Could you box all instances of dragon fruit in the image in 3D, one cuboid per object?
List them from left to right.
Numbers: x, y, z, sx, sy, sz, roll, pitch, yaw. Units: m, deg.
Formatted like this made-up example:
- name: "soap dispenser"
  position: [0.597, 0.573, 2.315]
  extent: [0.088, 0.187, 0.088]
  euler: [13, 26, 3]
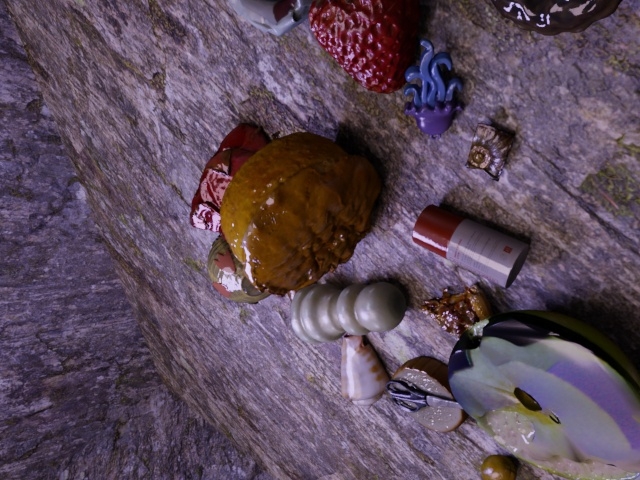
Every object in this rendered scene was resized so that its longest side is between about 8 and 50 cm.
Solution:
- name: "dragon fruit"
  position: [-0.196, -0.114, 1.357]
  extent: [0.329, 0.228, 0.286]
  euler: [43, 141, 18]

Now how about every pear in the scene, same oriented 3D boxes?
- name: "pear"
  position: [0.466, 0.280, 0.986]
  extent: [0.398, 0.165, 0.399]
  euler: [29, 137, 31]

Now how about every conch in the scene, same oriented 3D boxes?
- name: "conch"
  position: [0.114, 0.418, 1.522]
  extent: [0.158, 0.127, 0.255]
  euler: [-9, 111, 51]

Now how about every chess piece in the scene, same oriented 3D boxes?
- name: "chess piece"
  position: [0.084, 0.189, 1.345]
  extent: [0.330, 0.182, 0.182]
  euler: [-16, 106, 47]

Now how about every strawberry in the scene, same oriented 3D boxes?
- name: "strawberry"
  position: [0.093, -0.374, 0.877]
  extent: [0.205, 0.205, 0.244]
  euler: [16, 153, 40]

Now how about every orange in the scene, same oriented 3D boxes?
- name: "orange"
  position: [0.477, 0.614, 1.312]
  extent: [0.085, 0.085, 0.095]
  euler: [49, 138, 7]

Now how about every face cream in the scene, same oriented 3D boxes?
- name: "face cream"
  position: [0.303, 0.007, 1.008]
  extent: [0.214, 0.095, 0.096]
  euler: [29, 137, 31]

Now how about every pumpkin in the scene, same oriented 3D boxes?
- name: "pumpkin"
  position: [0.315, -0.167, 0.911]
  extent: [0.073, 0.035, 0.101]
  euler: [25, 133, 18]

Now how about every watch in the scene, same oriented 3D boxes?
- name: "watch"
  position: [-0.113, -0.549, 1.003]
  extent: [0.253, 0.162, 0.241]
  euler: [13, 140, 45]

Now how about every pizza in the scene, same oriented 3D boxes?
- name: "pizza"
  position: [0.312, 0.174, 1.153]
  extent: [0.193, 0.069, 0.154]
  euler: [1, 120, 46]

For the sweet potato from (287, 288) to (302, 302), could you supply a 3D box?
- name: "sweet potato"
  position: [-0.042, 0.210, 1.557]
  extent: [0.124, 0.098, 0.310]
  euler: [42, 150, 53]

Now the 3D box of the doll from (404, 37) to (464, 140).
- name: "doll"
  position: [0.206, -0.271, 0.901]
  extent: [0.109, 0.067, 0.206]
  euler: [1, 137, 17]

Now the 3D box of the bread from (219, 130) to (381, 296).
- name: "bread"
  position: [-0.047, -0.049, 1.146]
  extent: [0.215, 0.398, 0.398]
  euler: [48, 145, 27]

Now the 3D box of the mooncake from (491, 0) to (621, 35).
- name: "mooncake"
  position: [0.318, -0.391, 0.650]
  extent: [0.228, 0.124, 0.228]
  euler: [29, 138, 29]

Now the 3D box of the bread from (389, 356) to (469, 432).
- name: "bread"
  position: [0.305, 0.426, 1.365]
  extent: [0.236, 0.070, 0.236]
  euler: [28, 135, 31]

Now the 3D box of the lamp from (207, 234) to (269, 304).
- name: "lamp"
  position: [-0.232, 0.056, 1.541]
  extent: [0.284, 0.250, 0.250]
  euler: [-120, 19, -54]

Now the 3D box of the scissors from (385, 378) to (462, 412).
- name: "scissors"
  position: [0.295, 0.423, 1.300]
  extent: [0.300, 0.022, 0.109]
  euler: [-11, 111, 49]
